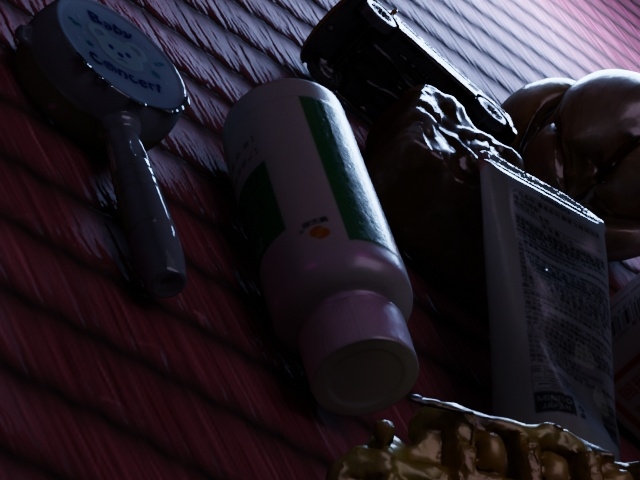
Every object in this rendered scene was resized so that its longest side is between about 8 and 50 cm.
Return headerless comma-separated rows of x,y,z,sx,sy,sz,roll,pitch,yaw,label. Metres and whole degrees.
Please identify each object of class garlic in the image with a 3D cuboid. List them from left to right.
0.276,-0.090,1.620,0.214,0.160,0.191,56,21,20,garlic

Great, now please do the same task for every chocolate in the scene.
0.129,-0.020,1.350,0.214,0.093,0.148,39,25,-11,chocolate

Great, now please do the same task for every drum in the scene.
-0.139,-0.071,1.063,0.130,0.049,0.253,32,25,-24,drum

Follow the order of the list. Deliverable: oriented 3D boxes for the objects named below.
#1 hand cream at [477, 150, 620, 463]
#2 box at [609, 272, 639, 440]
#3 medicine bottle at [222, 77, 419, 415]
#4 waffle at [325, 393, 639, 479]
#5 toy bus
0.160,0.075,1.195,0.124,0.078,0.341,27,40,-21,hand cream
0.307,0.081,1.355,0.133,0.182,0.099,41,23,-13,box
0.000,0.000,1.109,0.095,0.095,0.260,28,27,-32,medicine bottle
0.132,0.200,0.914,0.262,0.060,0.280,-27,69,-37,waffle
0.076,-0.134,1.471,0.194,0.083,0.088,40,20,-12,toy bus
